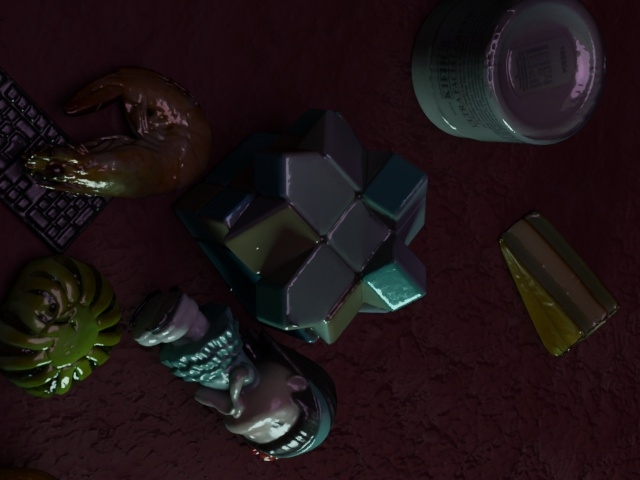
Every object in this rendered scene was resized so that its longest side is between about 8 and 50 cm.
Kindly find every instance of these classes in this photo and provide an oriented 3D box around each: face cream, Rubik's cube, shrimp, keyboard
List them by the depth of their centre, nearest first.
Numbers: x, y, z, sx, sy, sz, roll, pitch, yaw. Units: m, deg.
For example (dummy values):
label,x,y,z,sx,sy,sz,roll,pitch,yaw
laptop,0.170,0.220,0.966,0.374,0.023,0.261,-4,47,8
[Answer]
label,x,y,z,sx,sy,sz,roll,pitch,yaw
keyboard,-0.324,-0.122,1.308,0.101,0.018,0.309,-50,118,-16
shrimp,-0.202,-0.106,1.351,0.236,0.053,0.133,-11,100,-42
Rubik's cube,0.000,0.000,1.413,0.224,0.213,0.265,-46,119,-19
face cream,0.217,-0.200,1.556,0.177,0.153,0.177,-4,99,-30

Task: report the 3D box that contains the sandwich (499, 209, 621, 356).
label,x,y,z,sx,sy,sz,roll,pitch,yaw
sandwich,0.285,0.058,1.715,0.079,0.113,0.163,-36,79,-22

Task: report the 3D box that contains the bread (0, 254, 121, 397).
label,x,y,z,sx,sy,sz,roll,pitch,yaw
bread,-0.261,0.086,1.348,0.139,0.071,0.130,-46,122,-18

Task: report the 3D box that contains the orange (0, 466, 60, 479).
label,x,y,z,sx,sy,sz,roll,pitch,yaw
orange,-0.302,0.307,1.308,0.178,0.155,0.177,-8,110,-21

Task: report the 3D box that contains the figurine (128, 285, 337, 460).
label,x,y,z,sx,sy,sz,roll,pitch,yaw
figurine,-0.091,0.140,1.435,0.245,0.138,0.110,41,58,-24
